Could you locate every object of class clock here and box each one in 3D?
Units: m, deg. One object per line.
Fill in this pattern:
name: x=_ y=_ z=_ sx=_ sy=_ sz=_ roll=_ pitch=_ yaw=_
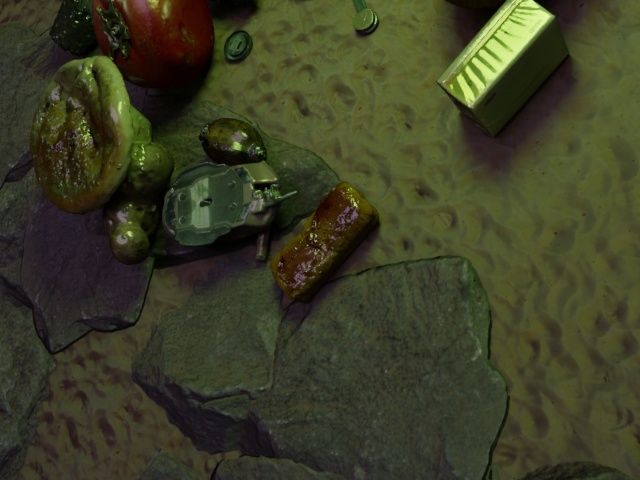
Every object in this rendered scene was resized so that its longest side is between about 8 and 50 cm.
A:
clock: x=-0.213 y=-0.503 z=1.913 sx=0.085 sy=0.017 sz=0.085 roll=-9 pitch=71 yaw=27

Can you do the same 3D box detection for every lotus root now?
lotus root: x=-0.204 y=-0.229 z=1.774 sx=0.209 sy=0.120 sz=0.120 roll=24 pitch=88 yaw=31

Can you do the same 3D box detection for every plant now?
plant: x=-0.694 y=-0.645 z=2.158 sx=0.194 sy=0.129 sz=0.132 roll=-45 pitch=59 yaw=14

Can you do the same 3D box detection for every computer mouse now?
computer mouse: x=-0.208 y=-0.087 z=1.729 sx=0.388 sy=0.115 sz=0.200 roll=-9 pitch=80 yaw=27

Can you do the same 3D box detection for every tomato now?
tomato: x=-0.422 y=-0.552 z=1.875 sx=0.293 sy=0.289 sz=0.325 roll=-1 pitch=113 yaw=37

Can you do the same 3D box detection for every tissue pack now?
tissue pack: x=0.362 y=-0.342 z=1.461 sx=0.234 sy=0.159 sz=0.125 roll=-48 pitch=59 yaw=9

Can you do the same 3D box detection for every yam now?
yam: x=-0.129 y=-0.024 z=1.718 sx=0.032 sy=0.032 sz=0.146 roll=3 pitch=76 yaw=30

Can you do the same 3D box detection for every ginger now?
ginger: x=-0.453 y=-0.095 z=1.825 sx=0.244 sy=0.155 sz=0.304 roll=-159 pitch=77 yaw=-73

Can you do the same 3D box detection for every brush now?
brush: x=0.078 y=-0.606 z=1.775 sx=0.062 sy=0.027 sz=0.266 roll=-26 pitch=64 yaw=21

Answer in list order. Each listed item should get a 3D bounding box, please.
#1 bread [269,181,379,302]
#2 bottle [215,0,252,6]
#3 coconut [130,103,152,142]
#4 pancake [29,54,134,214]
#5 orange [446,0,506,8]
bread: x=0.001 y=0.000 z=1.612 sx=0.271 sy=0.077 sz=0.139 roll=-48 pitch=56 yaw=12
bottle: x=-0.253 y=-0.705 z=1.925 sx=0.271 sy=0.143 sz=0.156 roll=44 pitch=124 yaw=34
coconut: x=-0.563 y=-0.280 z=1.929 sx=0.241 sy=0.241 sz=0.241 roll=-9 pitch=71 yaw=27
pancake: x=-0.573 y=-0.254 z=1.758 sx=0.386 sy=0.082 sz=0.387 roll=-3 pitch=84 yaw=34
orange: x=0.342 y=-0.635 z=1.457 sx=0.322 sy=0.322 sz=0.357 roll=33 pitch=76 yaw=32
